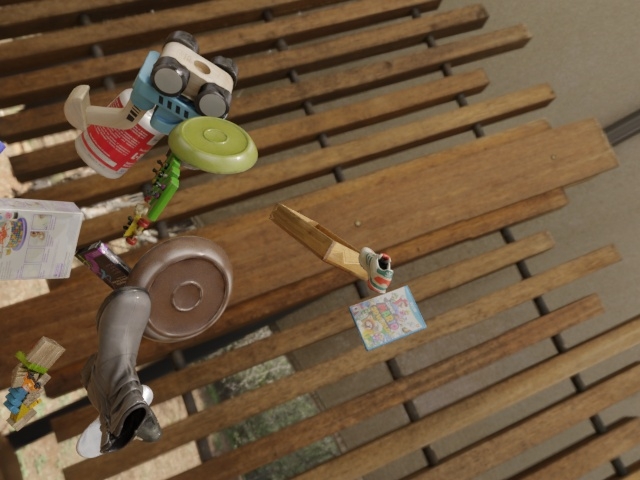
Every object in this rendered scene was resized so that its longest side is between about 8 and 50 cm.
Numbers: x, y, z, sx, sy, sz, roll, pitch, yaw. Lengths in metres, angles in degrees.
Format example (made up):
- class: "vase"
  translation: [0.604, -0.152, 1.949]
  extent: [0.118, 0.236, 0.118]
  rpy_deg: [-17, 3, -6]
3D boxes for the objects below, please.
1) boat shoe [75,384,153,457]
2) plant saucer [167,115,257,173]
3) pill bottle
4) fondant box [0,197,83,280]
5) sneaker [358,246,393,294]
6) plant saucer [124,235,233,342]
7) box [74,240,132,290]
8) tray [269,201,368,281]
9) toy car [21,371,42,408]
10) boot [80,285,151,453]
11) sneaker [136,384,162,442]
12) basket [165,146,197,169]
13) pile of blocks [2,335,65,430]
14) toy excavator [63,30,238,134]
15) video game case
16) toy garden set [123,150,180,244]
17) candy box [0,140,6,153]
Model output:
- class: "boat shoe"
  translation: [-0.598, 0.526, 1.535]
  extent: [0.084, 0.258, 0.095]
  rpy_deg: [-28, -83, 42]
- class: "plant saucer"
  translation: [-0.282, -0.266, 1.416]
  extent: [0.241, 0.241, 0.037]
  rpy_deg: [60, -37, 35]
- class: "pill bottle"
  translation: [-0.768, -0.457, 2.137]
  extent: [0.229, 0.408, 0.229]
  rpy_deg: [47, 15, -17]
- class: "fondant box"
  translation: [-0.914, -0.003, 1.590]
  extent: [0.096, 0.330, 0.238]
  rpy_deg: [35, -68, 36]
- class: "sneaker"
  translation: [0.138, 0.053, 1.259]
  extent: [0.075, 0.057, 0.161]
  rpy_deg: [-60, -158, 27]
- class: "plant saucer"
  translation: [-0.362, 0.142, 1.410]
  extent: [0.050, 0.311, 0.310]
  rpy_deg: [31, -42, 47]
- class: "box"
  translation: [-0.558, 0.075, 1.404]
  extent: [0.116, 0.029, 0.162]
  rpy_deg: [-16, -53, 38]
- class: "tray"
  translation: [0.000, 0.000, 1.750]
  extent: [0.076, 0.203, 0.411]
  rpy_deg: [-61, -146, 4]
- class: "toy car"
  translation: [-0.770, 0.395, 1.396]
  extent: [0.122, 0.040, 0.060]
  rpy_deg: [27, -32, 61]
- class: "boot"
  translation: [-0.421, 0.284, 1.158]
  extent: [0.222, 0.118, 0.338]
  rpy_deg: [50, -54, 40]
- class: "sneaker"
  translation: [-0.511, 0.447, 1.447]
  extent: [0.234, 0.078, 0.106]
  rpy_deg: [46, -47, 18]
- class: "basket"
  translation: [-0.500, -0.418, 2.097]
  extent: [0.204, 0.154, 0.226]
  rpy_deg: [-106, -141, -68]
- class: "pile of blocks"
  translation: [-1.031, 0.479, 1.832]
  extent: [0.113, 0.362, 0.149]
  rpy_deg: [28, 6, 25]
- class: "toy excavator"
  translation: [-0.538, -0.441, 1.681]
  extent: [0.445, 0.433, 0.222]
  rpy_deg: [-43, -148, 35]
- class: "video game case"
  translation: [0.170, 0.196, 1.344]
  extent: [0.015, 0.166, 0.119]
  rpy_deg: [103, -34, -68]
- class: "toy garden set"
  translation: [-0.432, -0.119, 1.343]
  extent: [0.049, 0.204, 0.244]
  rpy_deg: [31, 18, -27]
- class: "candy box"
  translation: [-0.866, -0.175, 1.173]
  extent: [0.317, 0.268, 0.122]
  rpy_deg: [27, -12, 42]
